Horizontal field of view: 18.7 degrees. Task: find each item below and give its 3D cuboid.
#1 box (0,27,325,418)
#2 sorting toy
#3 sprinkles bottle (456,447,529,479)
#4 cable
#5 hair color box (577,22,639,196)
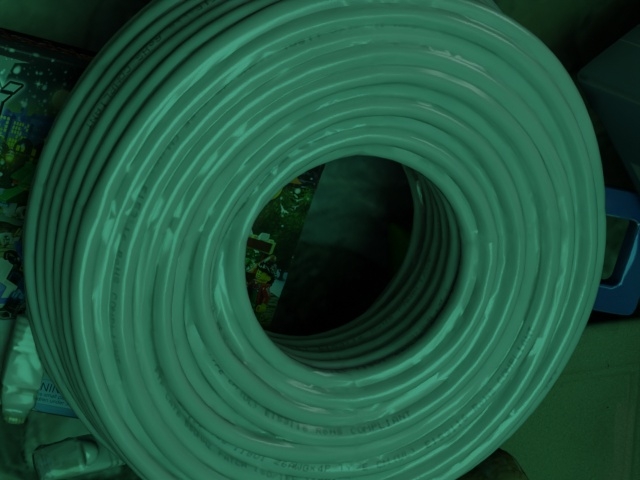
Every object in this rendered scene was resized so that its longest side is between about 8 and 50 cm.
[{"bbox_3d":[-0.126,-0.006,0.861,0.233,0.044,0.159,12,105,-26],"label":"box"},{"bbox_3d":[0.093,0.128,1.003,0.196,0.047,0.347,-4,110,-15],"label":"sorting toy"},{"bbox_3d":[-0.064,0.198,0.895,0.355,0.121,0.121,-15,115,-7],"label":"sprinkles bottle"},{"bbox_3d":[0.000,0.000,0.837,0.257,0.089,0.257,0,110,-23],"label":"cable"},{"bbox_3d":[0.326,-0.105,0.930,0.374,0.113,0.185,-37,119,-10],"label":"hair color box"}]
